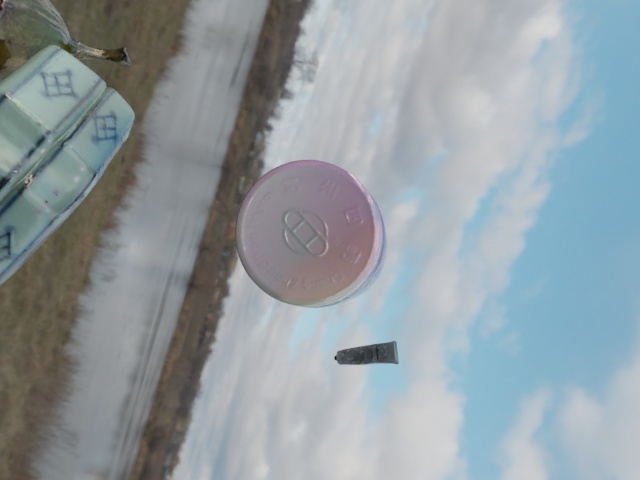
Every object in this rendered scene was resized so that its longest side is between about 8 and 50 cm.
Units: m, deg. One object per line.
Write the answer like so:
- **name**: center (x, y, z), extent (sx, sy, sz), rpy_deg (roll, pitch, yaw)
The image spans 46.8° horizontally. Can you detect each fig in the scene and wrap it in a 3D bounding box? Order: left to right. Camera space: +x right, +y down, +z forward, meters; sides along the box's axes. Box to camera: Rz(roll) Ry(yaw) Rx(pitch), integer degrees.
- **fig**: center (-0.450, -0.304, 1.150), extent (0.217, 0.320, 0.217), rpy_deg (-14, -108, 49)

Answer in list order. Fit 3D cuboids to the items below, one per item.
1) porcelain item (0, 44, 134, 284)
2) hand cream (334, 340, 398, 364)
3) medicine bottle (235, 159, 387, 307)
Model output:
- **porcelain item**: center (-0.381, -0.082, 0.924), extent (0.281, 0.157, 0.286), rpy_deg (-38, -159, 22)
- **hand cream**: center (0.057, 0.149, 0.956), extent (0.093, 0.019, 0.030), rpy_deg (-13, -112, 34)
- **medicine bottle**: center (0.000, 0.000, 0.842), extent (0.254, 0.152, 0.152), rpy_deg (26, 79, -83)
